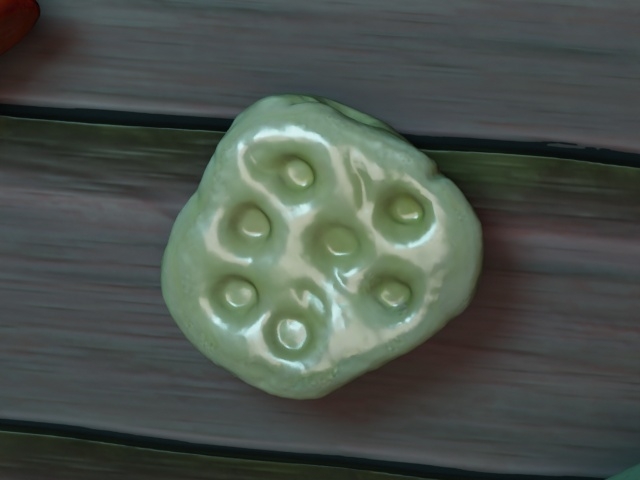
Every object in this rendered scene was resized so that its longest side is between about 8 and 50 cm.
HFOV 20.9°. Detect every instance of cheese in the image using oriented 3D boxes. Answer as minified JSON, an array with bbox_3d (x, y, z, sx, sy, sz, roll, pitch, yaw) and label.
[{"bbox_3d":[0.000,0.000,1.246,0.235,0.117,0.218,-6,98,7],"label":"cheese"}]

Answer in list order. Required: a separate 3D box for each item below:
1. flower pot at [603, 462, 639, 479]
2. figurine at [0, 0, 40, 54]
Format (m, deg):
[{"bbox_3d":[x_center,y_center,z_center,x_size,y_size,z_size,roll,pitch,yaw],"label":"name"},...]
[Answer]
[{"bbox_3d":[0.277,0.252,1.202,0.259,0.290,0.290,-24,97,19],"label":"flower pot"},{"bbox_3d":[-0.309,-0.172,1.220,0.173,0.173,0.173,1,100,5],"label":"figurine"}]
